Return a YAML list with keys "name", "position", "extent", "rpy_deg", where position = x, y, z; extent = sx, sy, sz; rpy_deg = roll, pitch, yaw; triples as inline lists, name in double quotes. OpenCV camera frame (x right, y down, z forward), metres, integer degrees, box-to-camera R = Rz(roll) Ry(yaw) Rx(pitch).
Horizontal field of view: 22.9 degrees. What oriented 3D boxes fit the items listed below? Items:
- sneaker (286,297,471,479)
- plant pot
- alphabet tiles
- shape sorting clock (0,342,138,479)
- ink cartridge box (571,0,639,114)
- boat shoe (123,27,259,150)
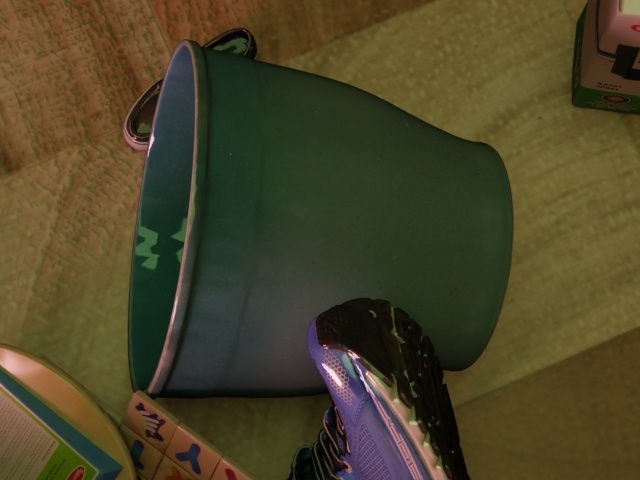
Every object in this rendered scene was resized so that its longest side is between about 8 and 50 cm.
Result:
- name: "sneaker"
  position: [0.034, 0.180, 1.137]
  extent: [0.147, 0.330, 0.130]
  rpy_deg: [-12, 40, 6]
- name: "plant pot"
  position: [0.000, 0.000, 1.212]
  extent: [0.255, 0.271, 0.272]
  rpy_deg: [7, 74, -15]
- name: "alphabet tiles"
  position: [-0.131, 0.191, 1.190]
  extent: [0.237, 0.198, 0.009]
  rpy_deg: [36, 46, 8]
- name: "shape sorting clock"
  position: [-0.228, 0.163, 1.203]
  extent: [0.206, 0.206, 0.040]
  rpy_deg: [36, 38, 9]
- name: "ink cartridge box"
  position: [0.295, -0.172, 1.273]
  extent: [0.153, 0.208, 0.087]
  rpy_deg: [8, 75, 2]
- name: "boat shoe"
  position: [-0.112, -0.133, 1.346]
  extent: [0.142, 0.040, 0.049]
  rpy_deg: [-41, 79, -11]
